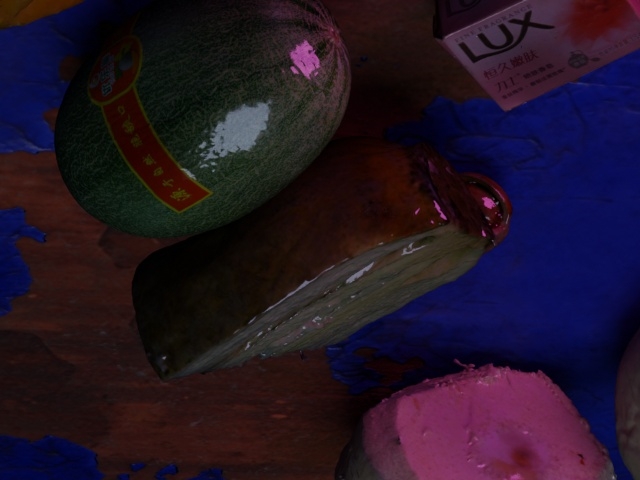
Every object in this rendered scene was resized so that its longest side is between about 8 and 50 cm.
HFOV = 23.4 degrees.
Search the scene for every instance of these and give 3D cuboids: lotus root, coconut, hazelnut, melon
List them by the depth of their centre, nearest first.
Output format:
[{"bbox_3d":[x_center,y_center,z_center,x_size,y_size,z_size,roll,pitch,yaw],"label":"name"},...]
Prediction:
[{"bbox_3d":[-0.103,-0.099,1.224,0.182,0.182,0.287,30,131,-35],"label":"melon"},{"bbox_3d":[0.002,-0.005,1.334,0.260,0.149,0.267,-35,165,32],"label":"lotus root"},{"bbox_3d":[0.137,-0.023,1.427,0.086,0.086,0.086,-2,142,-2],"label":"hazelnut"},{"bbox_3d":[0.153,0.296,1.661,0.297,0.297,0.255,8,137,-14],"label":"coconut"}]

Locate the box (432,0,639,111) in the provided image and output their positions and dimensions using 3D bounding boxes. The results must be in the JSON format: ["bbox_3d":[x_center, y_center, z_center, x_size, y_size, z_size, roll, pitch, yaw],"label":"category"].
[{"bbox_3d":[0.182,-0.180,1.244,0.156,0.060,0.111,-26,135,24],"label":"box"}]

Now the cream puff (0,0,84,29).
[{"bbox_3d":[-0.289,-0.227,0.982,0.323,0.270,0.274,16,142,-21],"label":"cream puff"}]

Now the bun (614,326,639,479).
[{"bbox_3d":[0.462,0.208,1.539,0.361,0.213,0.361,6,112,16],"label":"bun"}]
